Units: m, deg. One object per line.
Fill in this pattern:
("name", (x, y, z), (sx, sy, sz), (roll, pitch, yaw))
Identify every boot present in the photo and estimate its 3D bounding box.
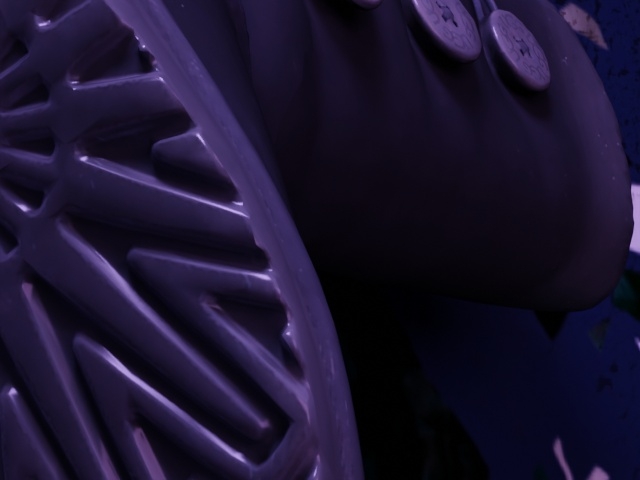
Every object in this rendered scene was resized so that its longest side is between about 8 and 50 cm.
("boot", (0.000, -0.002, 0.671), (0.445, 0.146, 0.367), (12, 55, -65))
